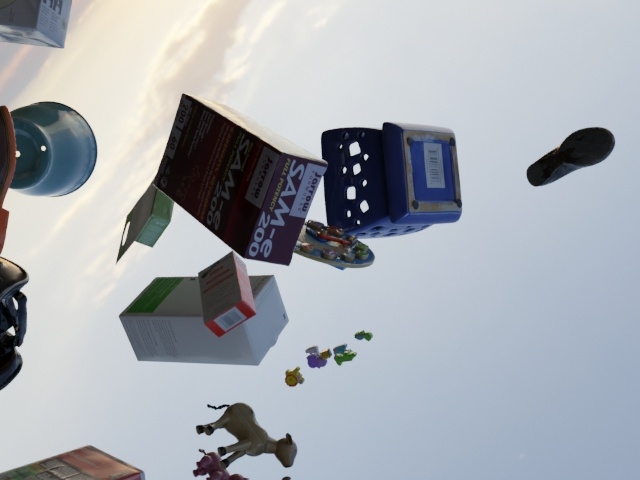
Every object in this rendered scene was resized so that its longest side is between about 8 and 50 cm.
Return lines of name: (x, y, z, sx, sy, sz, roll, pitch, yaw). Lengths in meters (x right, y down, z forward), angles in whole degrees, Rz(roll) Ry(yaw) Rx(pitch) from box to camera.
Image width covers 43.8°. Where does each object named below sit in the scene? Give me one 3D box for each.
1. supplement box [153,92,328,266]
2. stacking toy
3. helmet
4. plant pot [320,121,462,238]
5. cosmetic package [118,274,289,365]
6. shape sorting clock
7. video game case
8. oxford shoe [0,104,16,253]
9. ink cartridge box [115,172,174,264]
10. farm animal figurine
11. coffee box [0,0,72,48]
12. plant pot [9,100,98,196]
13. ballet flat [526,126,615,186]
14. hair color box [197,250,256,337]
supplement box: (-0.104, -0.079, 0.953, 0.239, 0.073, 0.130, 34, -71, 46)
stacking toy: (0.026, 0.313, 2.123, 0.221, 0.052, 0.167, -21, -173, 25)
helmet: (-0.393, 0.080, 0.816, 0.169, 0.162, 0.169, 16, 90, -83)
plant pot: (0.157, -0.129, 1.651, 0.212, 0.236, 0.235, -8, -94, 49)
cosmetic package: (-0.291, 0.199, 2.014, 0.366, 0.155, 0.197, -4, -152, 24)
shape sorting clock: (0.000, 0.000, 1.429, 0.206, 0.206, 0.040, 44, -62, 63)
video game case: (-0.436, 0.377, 1.191, 0.204, 0.285, 0.025, 1, -81, 50)
oxford shoe: (-0.599, -0.112, 1.408, 0.097, 0.098, 0.271, -11, -106, 61)
ink cartridge box: (-0.427, -0.054, 1.969, 0.235, 0.056, 0.171, -46, -149, 42)
farm animal figurine: (-0.086, 0.486, 1.514, 0.172, 0.330, 0.327, -17, -161, -39)
coffee box: (-0.442, -0.425, 1.185, 0.098, 0.141, 0.246, 29, 71, -81)
plant pot: (-0.768, -0.239, 2.134, 0.271, 0.272, 0.255, -48, -175, 7)
ballet flat: (0.548, -0.181, 1.732, 0.250, 0.058, 0.084, -37, -108, 58)
hair color box: (-0.189, 0.105, 1.593, 0.093, 0.053, 0.167, -33, -143, 10)
